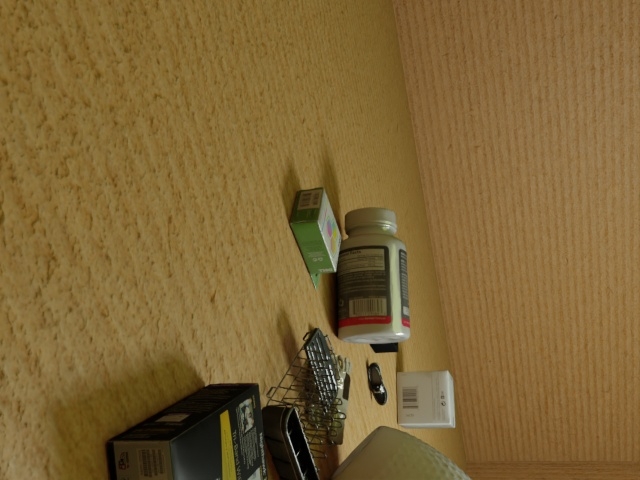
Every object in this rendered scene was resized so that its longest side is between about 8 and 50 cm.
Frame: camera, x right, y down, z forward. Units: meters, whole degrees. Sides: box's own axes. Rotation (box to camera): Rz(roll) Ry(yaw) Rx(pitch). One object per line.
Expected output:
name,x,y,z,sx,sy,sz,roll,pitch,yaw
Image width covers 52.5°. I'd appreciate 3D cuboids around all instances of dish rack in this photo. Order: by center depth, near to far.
dish rack,-0.013,0.302,1.184,0.271,0.074,0.208,-54,138,-49

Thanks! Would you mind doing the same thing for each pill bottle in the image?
pill bottle,0.127,0.087,1.600,0.176,0.176,0.319,41,46,-67

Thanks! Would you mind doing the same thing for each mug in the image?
mug,0.159,0.595,1.344,0.374,0.328,0.276,-39,168,-33

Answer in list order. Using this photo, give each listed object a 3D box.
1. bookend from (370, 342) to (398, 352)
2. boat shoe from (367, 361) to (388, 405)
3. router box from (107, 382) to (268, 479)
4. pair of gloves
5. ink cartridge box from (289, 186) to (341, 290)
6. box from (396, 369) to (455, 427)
bookend,0.179,0.231,1.910,0.156,0.072,0.157,60,29,-54
boat shoe,0.161,0.409,1.836,0.038,0.046,0.125,-15,96,-73
router box,-0.139,0.352,0.786,0.243,0.081,0.309,-6,90,-73
pair of gloves,0.024,0.322,1.416,0.240,0.042,0.204,60,30,-53
ink cartridge box,0.000,0.000,1.400,0.109,0.062,0.209,-79,157,-45
box,0.361,0.546,2.224,0.119,0.182,0.181,49,38,-62
